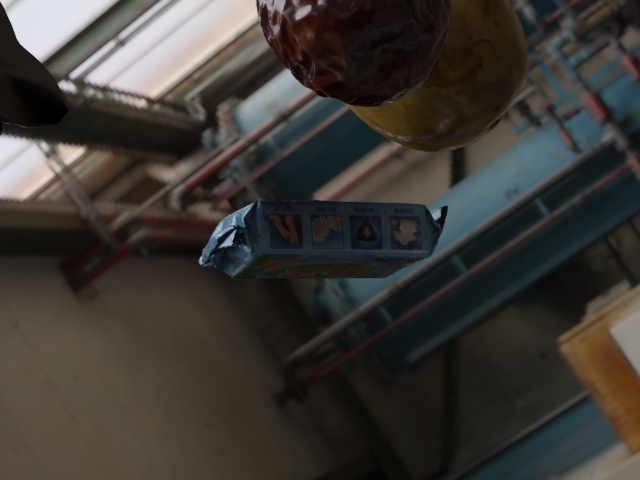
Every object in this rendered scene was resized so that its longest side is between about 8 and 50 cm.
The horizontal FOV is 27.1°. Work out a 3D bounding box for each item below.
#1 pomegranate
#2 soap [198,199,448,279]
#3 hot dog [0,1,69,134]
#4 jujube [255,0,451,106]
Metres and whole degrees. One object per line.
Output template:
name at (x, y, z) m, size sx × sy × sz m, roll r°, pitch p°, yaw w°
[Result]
pomegranate at (0.137, -0.238, 1.716) m, size 0.260 × 0.260 × 0.260 m, roll 49°, pitch -164°, yaw -19°
soap at (0.000, 0.000, 1.643) m, size 0.156 × 0.293 × 0.077 m, roll 148°, pitch 120°, yaw -68°
hot dog at (-0.401, -0.207, 1.251) m, size 0.326 × 0.107 × 0.194 m, roll 56°, pitch -155°, yaw 0°
jujube at (0.031, -0.264, 1.484) m, size 0.213 × 0.213 × 0.232 m, roll 41°, pitch -161°, yaw -42°
